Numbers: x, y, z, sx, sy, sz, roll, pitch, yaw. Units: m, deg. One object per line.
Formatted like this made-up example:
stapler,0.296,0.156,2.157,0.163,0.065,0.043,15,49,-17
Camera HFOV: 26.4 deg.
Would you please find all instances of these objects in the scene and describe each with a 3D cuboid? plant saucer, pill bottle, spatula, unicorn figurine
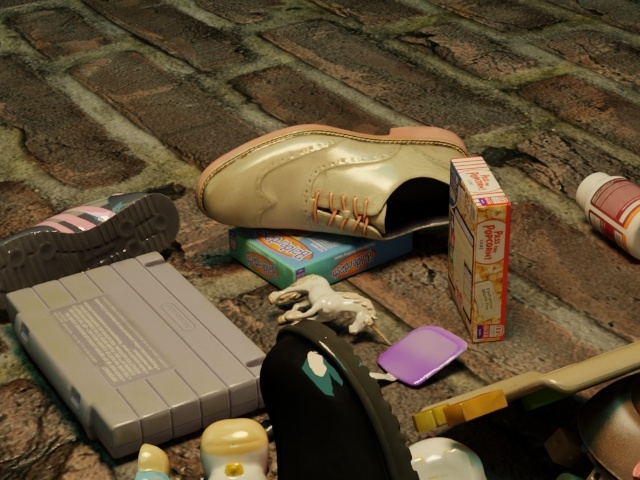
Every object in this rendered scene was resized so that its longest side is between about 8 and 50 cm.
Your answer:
plant saucer,0.428,0.211,1.430,0.310,0.050,0.310,11,21,-4
pill bottle,0.431,-0.039,1.937,0.086,0.086,0.152,-13,30,-20
spatula,0.041,0.171,1.625,0.296,0.030,0.084,-21,32,-31
unicorn figurine,0.002,0.085,1.751,0.111,0.060,0.162,-23,43,-12

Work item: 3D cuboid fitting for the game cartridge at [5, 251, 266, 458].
game cartridge,-0.229,0.133,1.686,0.230,0.068,0.355,-20,33,-24

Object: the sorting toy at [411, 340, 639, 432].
sorting toy,0.216,0.170,1.468,0.307,0.041,0.229,-13,-8,-38

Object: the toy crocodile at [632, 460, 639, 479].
toy crocodile,0.309,0.264,1.243,0.105,0.115,0.341,15,68,29

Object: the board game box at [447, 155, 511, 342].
board game box,0.200,0.010,1.744,0.045,0.193,0.147,-5,29,-7

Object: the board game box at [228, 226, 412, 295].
board game box,0.000,0.000,1.930,0.210,0.047,0.160,-20,34,-31

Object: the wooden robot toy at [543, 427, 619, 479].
wooden robot toy,0.303,0.268,1.416,0.079,0.076,0.173,23,11,-37

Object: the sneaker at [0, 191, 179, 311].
sneaker,-0.355,0.016,1.888,0.319,0.112,0.131,-20,16,-35

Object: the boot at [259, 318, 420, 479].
boot,-0.041,0.256,1.205,0.260,0.131,0.348,-16,73,-28

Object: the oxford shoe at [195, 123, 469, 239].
oxford shoe,0.030,-0.070,1.869,0.397,0.140,0.146,-9,37,-9

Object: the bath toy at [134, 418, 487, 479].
bath toy,-0.008,0.253,1.386,0.348,0.151,0.129,-3,-16,0
